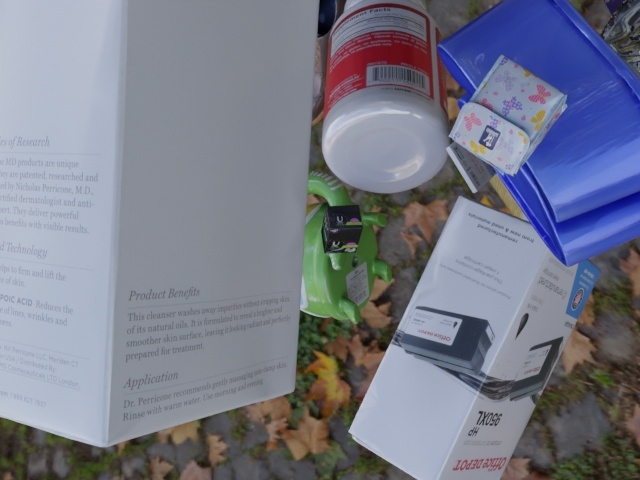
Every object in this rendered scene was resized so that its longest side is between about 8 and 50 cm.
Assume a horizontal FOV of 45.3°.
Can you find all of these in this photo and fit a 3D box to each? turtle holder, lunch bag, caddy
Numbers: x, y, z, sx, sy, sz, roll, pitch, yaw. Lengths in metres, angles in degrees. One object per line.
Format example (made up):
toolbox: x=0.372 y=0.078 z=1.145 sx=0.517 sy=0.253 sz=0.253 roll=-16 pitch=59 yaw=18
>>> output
turtle holder: x=-0.006 y=0.018 z=1.650 sx=0.227 sy=0.320 sz=0.243 roll=6 pitch=54 yaw=33
lunch bag: x=0.163 y=-0.106 z=0.669 sx=0.071 sy=0.053 sz=0.083 roll=39 pitch=99 yaw=16
caddy: x=0.282 y=-0.141 z=0.870 sx=0.179 sy=0.241 sz=0.341 roll=-30 pitch=56 yaw=8

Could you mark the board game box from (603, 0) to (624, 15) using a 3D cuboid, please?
board game box: x=0.536 y=-0.381 z=1.208 sx=0.141 sy=0.170 sz=0.048 roll=-19 pitch=61 yaw=34

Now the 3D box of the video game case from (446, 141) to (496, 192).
video game case: x=0.263 y=-0.142 z=1.269 sx=0.011 sy=0.122 sz=0.087 roll=-25 pitch=101 yaw=51

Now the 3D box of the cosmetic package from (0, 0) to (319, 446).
cosmetic package: x=-0.123 y=-0.069 z=0.569 sx=0.156 sy=0.217 sz=0.385 roll=3 pitch=90 yaw=32

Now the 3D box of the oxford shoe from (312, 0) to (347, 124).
oxford shoe: x=-0.013 y=-0.455 z=1.852 sx=0.130 sy=0.133 sz=0.363 roll=23 pitch=107 yaw=26

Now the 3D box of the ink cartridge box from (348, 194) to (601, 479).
ink cartridge box: x=0.248 y=0.167 z=1.190 sx=0.166 sy=0.285 sz=0.395 roll=27 pitch=93 yaw=35

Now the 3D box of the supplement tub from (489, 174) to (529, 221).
supplement tub: x=0.452 y=-0.144 z=1.475 sx=0.241 sy=0.241 sz=0.331 roll=-39 pitch=61 yaw=20

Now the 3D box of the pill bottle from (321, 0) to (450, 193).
pill bottle: x=0.123 y=-0.309 z=1.459 sx=0.229 sy=0.229 sz=0.407 roll=-22 pitch=46 yaw=29

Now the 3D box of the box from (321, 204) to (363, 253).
box: x=0.038 y=-0.020 z=1.378 sx=0.062 sy=0.083 sz=0.052 roll=-3 pitch=57 yaw=-10

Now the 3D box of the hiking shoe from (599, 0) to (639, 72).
hiking shoe: x=0.450 y=-0.261 z=1.111 sx=0.114 sy=0.086 sz=0.227 roll=31 pitch=133 yaw=6
